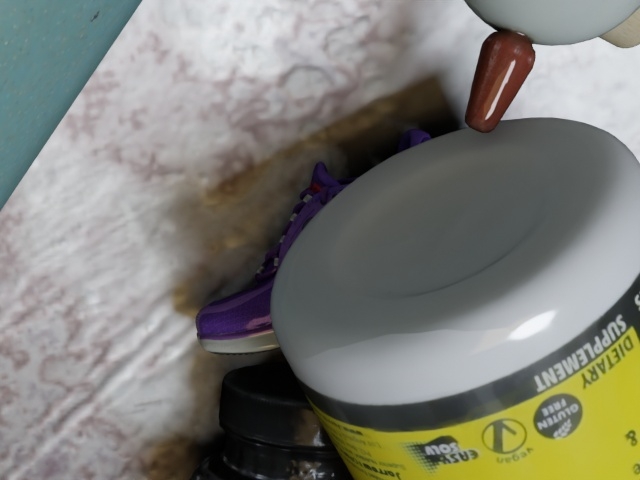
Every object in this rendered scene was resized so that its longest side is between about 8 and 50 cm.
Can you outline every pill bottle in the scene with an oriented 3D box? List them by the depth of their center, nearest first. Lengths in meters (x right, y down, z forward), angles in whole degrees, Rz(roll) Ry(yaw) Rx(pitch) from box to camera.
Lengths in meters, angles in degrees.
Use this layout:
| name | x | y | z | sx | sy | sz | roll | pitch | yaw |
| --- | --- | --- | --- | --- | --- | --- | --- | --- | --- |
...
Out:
| name | x | y | z | sx | sy | sz | roll | pitch | yaw |
| --- | --- | --- | --- | --- | --- | --- | --- | --- | --- |
| pill bottle | 0.124 | 0.120 | 0.855 | 0.188 | 0.188 | 0.334 | -28 | 118 | 1 |
| pill bottle | -0.017 | 0.185 | 0.938 | 0.123 | 0.123 | 0.219 | 3 | 100 | -13 |

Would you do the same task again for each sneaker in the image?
| name | x | y | z | sx | sy | sz | roll | pitch | yaw |
| --- | --- | --- | --- | --- | --- | --- | --- | --- | --- |
| sneaker | 0.000 | 0.000 | 0.914 | 0.170 | 0.068 | 0.071 | -35 | 102 | -5 |

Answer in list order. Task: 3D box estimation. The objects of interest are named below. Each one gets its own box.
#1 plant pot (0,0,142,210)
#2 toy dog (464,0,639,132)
| name | x | y | z | sx | sy | sz | roll | pitch | yaw |
| --- | --- | --- | --- | --- | --- | --- | --- | --- | --- |
| plant pot | -0.243 | -0.091 | 0.683 | 0.341 | 0.341 | 0.334 | 39 | 93 | -24 |
| toy dog | 0.130 | -0.147 | 0.736 | 0.220 | 0.333 | 0.161 | 15 | 73 | 4 |
